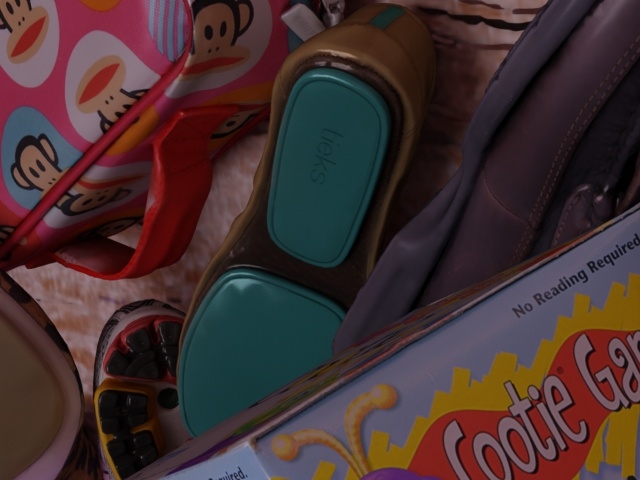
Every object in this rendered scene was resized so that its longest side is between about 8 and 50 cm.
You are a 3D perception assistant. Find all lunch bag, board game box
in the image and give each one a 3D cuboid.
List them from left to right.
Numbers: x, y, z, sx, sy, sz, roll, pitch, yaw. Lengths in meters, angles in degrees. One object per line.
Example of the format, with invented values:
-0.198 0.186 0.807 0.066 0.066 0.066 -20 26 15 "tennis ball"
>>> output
-0.117 -0.108 0.856 0.293 0.120 0.258 -34 77 51 "lunch bag"
0.073 0.155 0.535 0.275 0.142 0.144 61 151 1 "board game box"

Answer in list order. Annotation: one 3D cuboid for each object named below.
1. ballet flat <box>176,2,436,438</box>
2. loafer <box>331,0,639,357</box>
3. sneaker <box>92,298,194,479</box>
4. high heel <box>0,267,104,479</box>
0.000 0.000 0.796 0.080 0.073 0.232 28 130 4 "ballet flat"
0.099 -0.020 0.651 0.095 0.109 0.302 41 142 8 "loafer"
-0.059 0.131 0.922 0.093 0.088 0.225 -130 30 -69 "sneaker"
-0.169 0.074 0.959 0.186 0.093 0.261 -123 15 -59 "high heel"
